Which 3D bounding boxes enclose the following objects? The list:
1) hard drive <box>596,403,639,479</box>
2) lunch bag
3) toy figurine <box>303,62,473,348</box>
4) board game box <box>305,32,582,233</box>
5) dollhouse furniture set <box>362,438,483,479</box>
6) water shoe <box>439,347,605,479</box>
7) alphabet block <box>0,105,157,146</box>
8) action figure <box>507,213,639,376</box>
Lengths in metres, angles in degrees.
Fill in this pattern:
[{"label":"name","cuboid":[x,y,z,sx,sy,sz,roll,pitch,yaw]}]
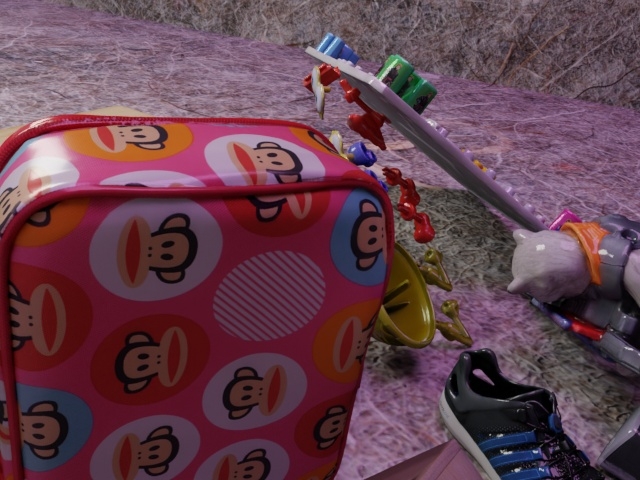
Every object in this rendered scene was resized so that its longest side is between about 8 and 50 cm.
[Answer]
[{"label":"hard drive","cuboid":[0.387,0.183,0.652,0.254,0.054,0.172,-15,34,-42]},{"label":"lunch bag","cuboid":[-0.102,0.073,0.437,0.258,0.293,0.120,-4,32,-28]},{"label":"toy figurine","cuboid":[0.000,0.000,0.838,0.191,0.217,0.363,23,44,-53]},{"label":"board game box","cuboid":[0.174,-0.146,1.010,0.390,0.050,0.390,36,8,-22]},{"label":"dollhouse furniture set","cuboid":[0.017,0.222,0.283,0.242,0.212,0.161,-27,80,-51]},{"label":"water shoe","cuboid":[0.173,0.166,0.582,0.073,0.080,0.203,-9,30,-34]},{"label":"alphabet block","cuboid":[-0.200,-0.005,0.686,0.192,0.194,0.197,21,27,21]},{"label":"action figure","cuboid":[0.349,0.030,0.763,0.330,0.179,0.341,4,11,-13]}]
